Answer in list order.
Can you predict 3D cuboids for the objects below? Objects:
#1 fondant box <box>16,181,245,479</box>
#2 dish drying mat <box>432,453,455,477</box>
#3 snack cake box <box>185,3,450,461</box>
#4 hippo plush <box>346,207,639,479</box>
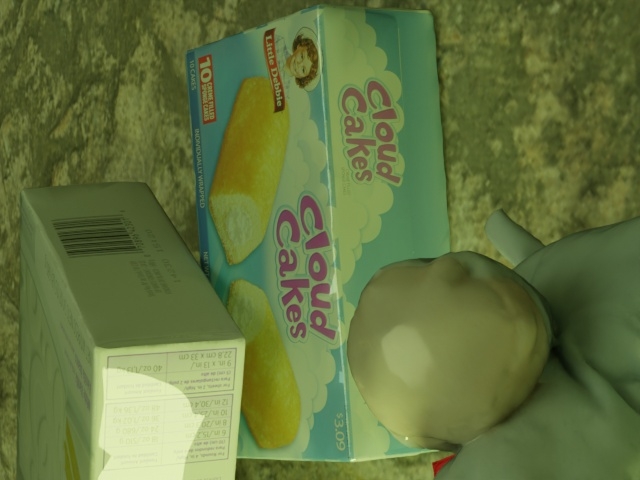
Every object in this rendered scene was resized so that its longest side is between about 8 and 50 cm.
[{"bbox_3d":[-0.138,0.157,1.096,0.238,0.096,0.330,-129,39,-58],"label":"fondant box"},{"bbox_3d":[0.084,0.168,0.964,0.032,0.008,0.083,-30,67,50],"label":"dish drying mat"},{"bbox_3d":[0.000,0.000,1.007,0.152,0.089,0.264,-10,84,55],"label":"snack cake box"},{"bbox_3d":[0.184,0.051,0.684,0.236,0.294,0.234,-32,86,23],"label":"hippo plush"}]
